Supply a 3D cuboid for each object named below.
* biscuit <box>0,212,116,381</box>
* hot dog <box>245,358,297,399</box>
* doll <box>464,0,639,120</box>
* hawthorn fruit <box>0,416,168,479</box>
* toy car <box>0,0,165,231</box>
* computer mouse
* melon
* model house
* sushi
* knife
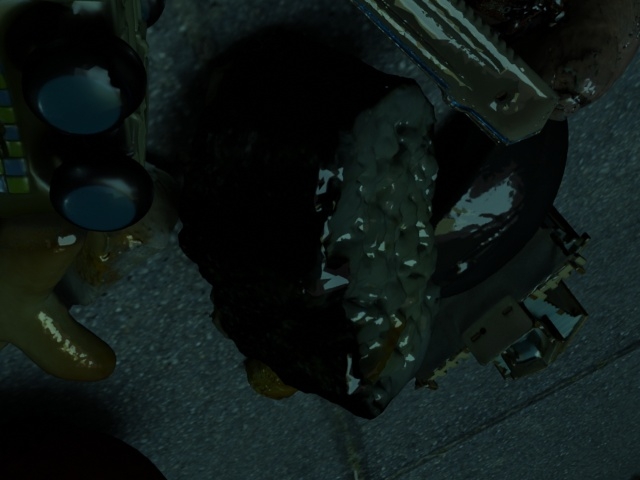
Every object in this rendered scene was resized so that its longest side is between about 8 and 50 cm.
[{"bbox_3d":[-0.253,0.039,0.744,0.164,0.047,0.208,13,140,6],"label":"biscuit"},{"bbox_3d":[0.023,0.091,1.091,0.083,0.068,0.289,22,122,-44],"label":"hot dog"},{"bbox_3d":[0.165,-0.189,0.751,0.201,0.156,0.303,-32,146,26],"label":"doll"},{"bbox_3d":[-0.301,0.397,0.950,0.403,0.403,0.403,-21,146,-15],"label":"hawthorn fruit"},{"bbox_3d":[-0.195,-0.122,0.543,0.198,0.204,0.248,1,143,-6],"label":"toy car"},{"bbox_3d":[0.171,-0.038,0.964,0.137,0.086,0.270,18,112,-36],"label":"computer mouse"},{"bbox_3d":[-0.168,-0.008,0.782,0.139,0.093,0.202,-21,153,-30],"label":"melon"},{"bbox_3d":[0.230,0.084,1.156,0.271,0.178,0.206,-44,147,15],"label":"model house"},{"bbox_3d":[0.000,0.000,0.813,0.211,0.171,0.350,-53,147,-32],"label":"sushi"},{"bbox_3d":[0.045,-0.178,0.666,0.365,0.043,0.089,33,136,-31],"label":"knife"}]
